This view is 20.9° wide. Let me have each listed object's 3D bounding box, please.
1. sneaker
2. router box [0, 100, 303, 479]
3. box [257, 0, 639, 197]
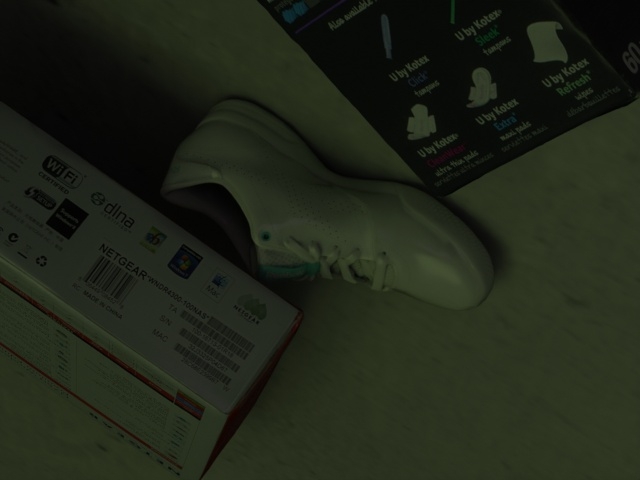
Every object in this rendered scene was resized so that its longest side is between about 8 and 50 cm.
[{"bbox_3d":[0.000,0.000,1.069,0.212,0.094,0.080,28,140,10],"label":"sneaker"},{"bbox_3d":[-0.187,0.019,1.167,0.335,0.082,0.301,35,162,2],"label":"router box"},{"bbox_3d":[0.044,-0.182,0.788,0.270,0.165,0.143,46,142,-13],"label":"box"}]
